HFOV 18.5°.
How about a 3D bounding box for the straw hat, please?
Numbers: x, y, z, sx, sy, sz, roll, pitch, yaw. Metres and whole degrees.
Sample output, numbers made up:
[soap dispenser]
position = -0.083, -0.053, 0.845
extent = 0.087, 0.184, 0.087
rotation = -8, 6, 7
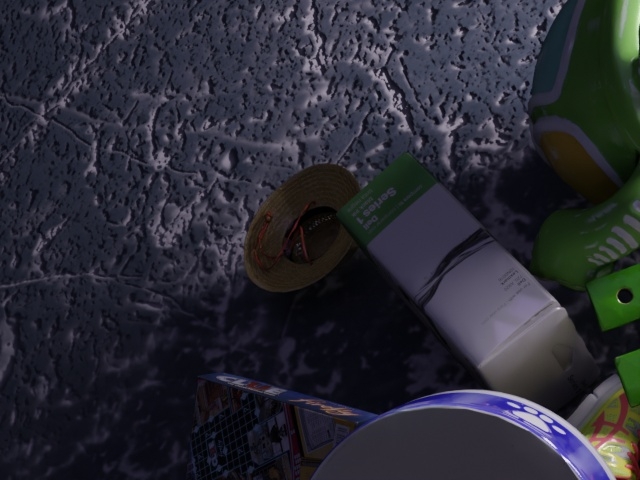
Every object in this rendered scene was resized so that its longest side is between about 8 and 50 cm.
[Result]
[straw hat]
position = 0.000, 0.000, 1.883
extent = 0.144, 0.061, 0.144
rotation = -22, 51, 31

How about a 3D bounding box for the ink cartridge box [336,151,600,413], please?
[ink cartridge box]
position = 0.132, 0.048, 1.737
extent = 0.092, 0.160, 0.219
rotation = -40, 54, -1

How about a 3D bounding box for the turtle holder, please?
[turtle holder]
position = 0.301, -0.106, 1.724
extent = 0.227, 0.243, 0.320
rotation = -21, 65, 54

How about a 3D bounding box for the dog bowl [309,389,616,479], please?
[dog bowl]
position = 0.111, 0.253, 1.539
extent = 0.265, 0.104, 0.265
rotation = 0, 91, 16

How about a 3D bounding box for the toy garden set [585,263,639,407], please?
[toy garden set]
position = 0.357, 0.118, 1.622
extent = 0.204, 0.049, 0.244
rotation = -20, 77, 3

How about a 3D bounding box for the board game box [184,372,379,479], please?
[board game box]
position = -0.044, 0.250, 1.691
extent = 0.165, 0.042, 0.243
rotation = 14, 102, 29

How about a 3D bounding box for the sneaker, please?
[sneaker]
position = 0.239, 0.185, 1.641
extent = 0.208, 0.081, 0.094
rotation = -34, 53, -27
